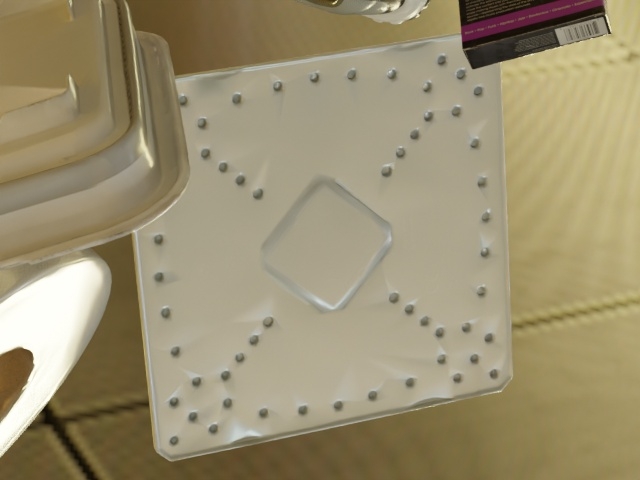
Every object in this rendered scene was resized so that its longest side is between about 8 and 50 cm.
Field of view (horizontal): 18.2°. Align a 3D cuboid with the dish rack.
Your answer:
[{"bbox_3d":[-0.248,-0.055,1.144,0.332,0.072,0.285,-17,-151,1],"label":"dish rack"}]

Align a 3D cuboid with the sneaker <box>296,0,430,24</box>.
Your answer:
[{"bbox_3d":[-0.037,-0.250,1.593,0.271,0.100,0.108,27,-157,32],"label":"sneaker"}]

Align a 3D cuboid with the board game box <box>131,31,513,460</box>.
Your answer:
[{"bbox_3d":[0.000,0.000,2.007,0.389,0.390,0.050,-10,-160,-17],"label":"board game box"}]

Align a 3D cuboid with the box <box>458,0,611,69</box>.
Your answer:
[{"bbox_3d":[0.168,-0.215,1.611,0.116,0.029,0.162,-13,-131,14],"label":"box"}]

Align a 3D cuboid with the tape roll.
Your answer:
[{"bbox_3d":[-0.329,0.138,1.622,0.072,0.392,0.392,42,-141,10],"label":"tape roll"}]
